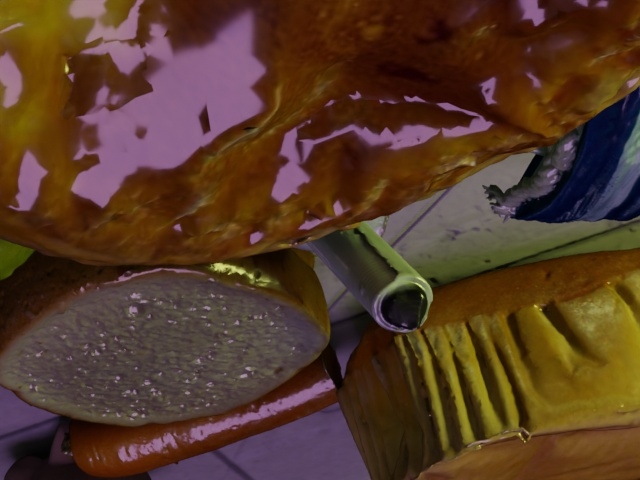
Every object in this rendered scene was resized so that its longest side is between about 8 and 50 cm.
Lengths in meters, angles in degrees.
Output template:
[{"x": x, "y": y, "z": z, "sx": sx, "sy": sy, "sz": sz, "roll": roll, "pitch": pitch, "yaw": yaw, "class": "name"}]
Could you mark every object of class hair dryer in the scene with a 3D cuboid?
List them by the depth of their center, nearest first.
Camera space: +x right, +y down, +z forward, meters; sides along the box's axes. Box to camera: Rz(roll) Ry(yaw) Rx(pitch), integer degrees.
[{"x": 0.000, "y": 0.000, "z": 0.998, "sx": 0.131, "sy": 0.236, "sz": 0.073, "roll": 10, "pitch": 110, "yaw": -24, "class": "hair dryer"}]

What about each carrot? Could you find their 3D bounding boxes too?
[{"x": -0.093, "y": 0.131, "z": 1.301, "sx": 0.225, "sy": 0.067, "sz": 0.067, "roll": -18, "pitch": 145, "yaw": 12, "class": "carrot"}]

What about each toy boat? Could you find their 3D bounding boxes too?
[{"x": 0.069, "y": -0.093, "z": 1.003, "sx": 0.291, "sy": 0.067, "sz": 0.220, "roll": 18, "pitch": 152, "yaw": -2, "class": "toy boat"}]

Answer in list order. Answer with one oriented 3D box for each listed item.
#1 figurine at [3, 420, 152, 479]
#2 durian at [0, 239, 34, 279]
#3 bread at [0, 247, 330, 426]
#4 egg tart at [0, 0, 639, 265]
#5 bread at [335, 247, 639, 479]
[{"x": -0.192, "y": 0.223, "z": 1.375, "sx": 0.125, "sy": 0.125, "sz": 0.138, "roll": -30, "pitch": 130, "yaw": 29, "class": "figurine"}, {"x": -0.228, "y": -0.022, "z": 1.019, "sx": 0.375, "sy": 0.106, "sz": 0.132, "roll": -22, "pitch": 149, "yaw": 27, "class": "durian"}, {"x": -0.113, "y": 0.051, "z": 1.178, "sx": 0.236, "sy": 0.070, "sz": 0.236, "roll": -5, "pitch": 147, "yaw": -3, "class": "bread"}, {"x": -0.014, "y": -0.153, "z": 0.777, "sx": 0.443, "sy": 0.178, "sz": 0.443, "roll": -12, "pitch": 151, "yaw": -7, "class": "egg tart"}, {"x": 0.158, "y": 0.104, "z": 1.236, "sx": 0.288, "sy": 0.156, "sz": 0.204, "roll": -13, "pitch": 151, "yaw": -5, "class": "bread"}]
